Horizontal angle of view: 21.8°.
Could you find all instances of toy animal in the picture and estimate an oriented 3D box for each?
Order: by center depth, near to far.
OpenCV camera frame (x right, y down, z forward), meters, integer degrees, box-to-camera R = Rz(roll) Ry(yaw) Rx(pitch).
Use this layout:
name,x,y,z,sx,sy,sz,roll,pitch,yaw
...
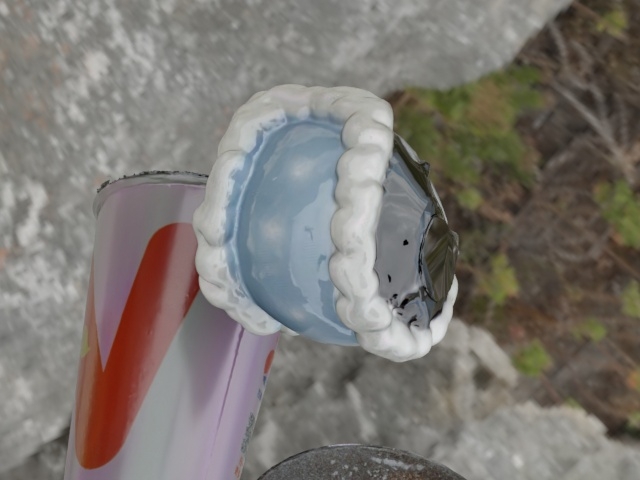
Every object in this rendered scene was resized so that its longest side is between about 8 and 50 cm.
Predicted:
name,x,y,z,sx,sy,sz,roll,pitch,yaw
toy animal,0.000,0.000,1.255,0.156,0.204,0.208,-57,140,-34

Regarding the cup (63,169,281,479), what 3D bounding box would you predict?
name,x,y,z,sx,sy,sz,roll,pitch,yaw
cup,-0.126,0.111,1.394,0.203,0.203,0.288,26,60,-32

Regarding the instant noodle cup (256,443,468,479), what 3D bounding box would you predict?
name,x,y,z,sx,sy,sz,roll,pitch,yaw
instant noodle cup,0.021,0.284,1.135,0.217,0.217,0.207,-4,136,-22
